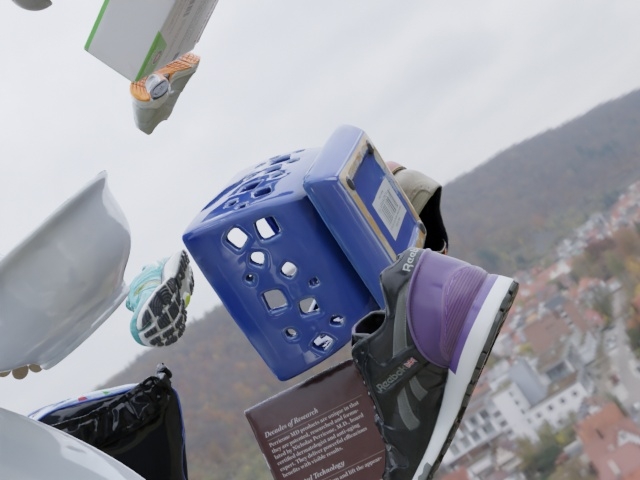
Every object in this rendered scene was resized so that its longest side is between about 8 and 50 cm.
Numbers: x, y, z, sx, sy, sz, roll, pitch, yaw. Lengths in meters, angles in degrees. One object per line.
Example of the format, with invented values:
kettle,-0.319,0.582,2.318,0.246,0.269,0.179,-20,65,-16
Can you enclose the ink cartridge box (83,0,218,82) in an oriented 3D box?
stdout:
ink cartridge box,-0.279,-0.419,1.557,0.198,0.114,0.273,-56,2,28

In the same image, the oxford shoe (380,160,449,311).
oxford shoe,0.156,0.037,1.533,0.123,0.130,0.348,-38,-46,-37

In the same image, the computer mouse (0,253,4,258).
computer mouse,-0.592,0.040,1.610,0.042,0.193,0.106,-48,-17,19

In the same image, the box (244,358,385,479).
box,0.026,0.285,1.197,0.167,0.203,0.168,-27,-11,4

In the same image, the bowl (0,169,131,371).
bowl,-0.327,0.061,1.060,0.298,0.134,0.298,-39,13,11

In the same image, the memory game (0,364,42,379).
memory game,-0.607,0.192,1.781,0.012,0.186,0.186,8,23,40

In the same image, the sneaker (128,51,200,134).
sneaker,-0.344,-0.328,1.908,0.262,0.099,0.121,-60,-10,-49

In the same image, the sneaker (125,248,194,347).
sneaker,-0.298,0.111,1.575,0.109,0.107,0.275,-13,22,8

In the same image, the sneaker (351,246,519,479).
sneaker,0.085,0.123,0.833,0.107,0.124,0.283,-46,-24,-52

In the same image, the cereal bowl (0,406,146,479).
cereal bowl,-0.318,0.283,0.885,0.141,0.338,0.339,-63,-6,-6

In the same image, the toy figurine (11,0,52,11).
toy figurine,-0.355,-0.370,0.931,0.148,0.213,0.209,-49,-27,-3

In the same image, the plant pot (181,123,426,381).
plant pot,0.000,0.000,1.119,0.212,0.236,0.236,-27,16,25

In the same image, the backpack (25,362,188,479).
backpack,-0.349,0.348,1.343,0.263,0.277,0.213,-1,-16,-40
